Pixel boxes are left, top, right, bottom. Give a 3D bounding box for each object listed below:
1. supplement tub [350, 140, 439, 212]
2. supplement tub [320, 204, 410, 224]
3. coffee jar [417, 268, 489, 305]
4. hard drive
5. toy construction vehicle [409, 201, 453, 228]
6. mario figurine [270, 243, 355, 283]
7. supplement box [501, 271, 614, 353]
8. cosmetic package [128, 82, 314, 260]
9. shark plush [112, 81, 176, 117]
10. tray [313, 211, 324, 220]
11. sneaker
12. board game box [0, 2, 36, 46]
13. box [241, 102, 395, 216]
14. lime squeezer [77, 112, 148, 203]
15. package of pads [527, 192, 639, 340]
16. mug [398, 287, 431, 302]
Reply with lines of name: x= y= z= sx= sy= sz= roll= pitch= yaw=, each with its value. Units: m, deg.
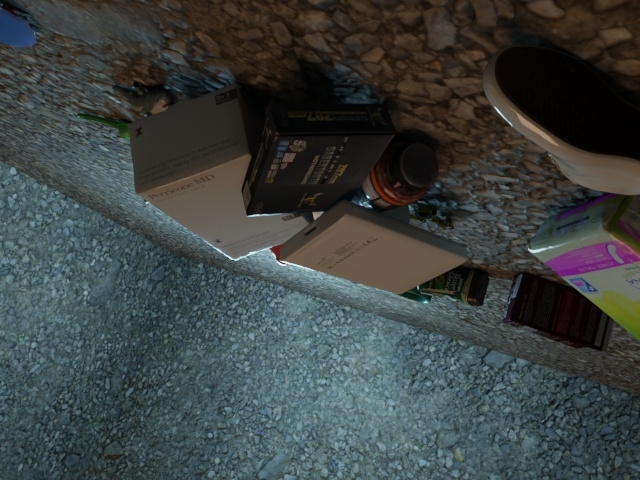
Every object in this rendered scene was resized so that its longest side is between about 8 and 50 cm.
supplement tub: x=0.118 y=-0.106 z=0.908 sx=0.106 sy=0.106 sz=0.198 roll=24 pitch=166 yaw=-18
supplement tub: x=0.086 y=-0.032 z=1.139 sx=0.144 sy=0.144 sz=0.199 roll=24 pitch=157 yaw=-16
coffee jar: x=0.370 y=0.120 z=1.493 sx=0.184 sy=0.096 sz=0.079 roll=11 pitch=167 yaw=32
hard drive: x=0.104 y=0.025 z=1.033 sx=0.307 sy=0.040 sz=0.203 roll=17 pitch=145 yaw=-33
toy construction vehicle: x=0.225 y=-0.056 z=1.133 sx=0.098 sy=0.035 sz=0.086 roll=14 pitch=177 yaw=36
mario figurine: x=0.000 y=0.000 z=1.478 sx=0.320 sy=0.198 sz=0.170 roll=21 pitch=-165 yaw=-25
supplement box: x=0.591 y=0.181 z=1.334 sx=0.239 sy=0.130 sz=0.073 roll=20 pitch=168 yaw=5
cosmetic package: x=-0.168 y=-0.109 z=1.042 sx=0.217 sy=0.156 sz=0.385 roll=-18 pitch=158 yaw=12
shark plush: x=-0.341 y=-0.285 z=1.050 sx=0.161 sy=0.073 sz=0.067 roll=36 pitch=157 yaw=31
tray: x=-0.072 y=-0.100 z=1.299 sx=0.270 sy=0.030 sz=0.145 roll=23 pitch=138 yaw=-12
sneaker: x=0.284 y=-0.114 z=0.612 sx=0.290 sy=0.106 sz=0.123 roll=22 pitch=165 yaw=-17
board game box: x=-0.569 y=-0.395 z=0.914 sx=0.133 sy=0.033 sz=0.168 roll=-1 pitch=161 yaw=46
box: x=-0.013 y=-0.119 z=0.839 sx=0.183 sy=0.059 sz=0.233 roll=-6 pitch=156 yaw=-22
lime squeezer: x=-0.460 y=-0.233 z=1.292 sx=0.310 sy=0.110 sz=0.059 roll=48 pitch=-167 yaw=15
package of pads: x=0.511 y=0.054 z=0.835 sx=0.296 sy=0.101 sz=0.229 roll=38 pitch=167 yaw=1
mug: x=0.273 y=0.117 z=1.625 sx=0.157 sy=0.097 sz=0.129 roll=26 pitch=166 yaw=-23
